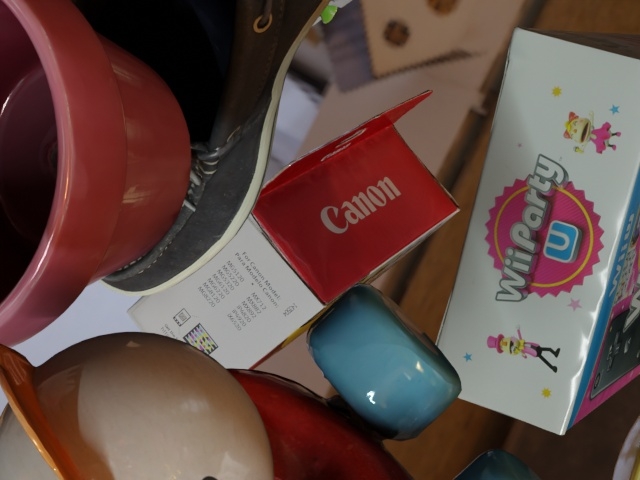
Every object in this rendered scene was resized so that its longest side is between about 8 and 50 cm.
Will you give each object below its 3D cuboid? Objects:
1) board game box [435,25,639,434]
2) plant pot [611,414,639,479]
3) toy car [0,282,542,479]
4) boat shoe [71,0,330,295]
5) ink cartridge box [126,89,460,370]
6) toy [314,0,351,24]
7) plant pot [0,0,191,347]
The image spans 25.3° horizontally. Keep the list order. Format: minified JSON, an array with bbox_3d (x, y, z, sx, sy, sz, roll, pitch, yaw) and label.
[{"bbox_3d":[0.192,-0.021,0.933,0.097,0.224,0.303,20,-164,25],"label":"board game box"},{"bbox_3d":[0.342,0.203,0.980,0.254,0.254,0.239,27,179,4],"label":"plant pot"},{"bbox_3d":[-0.049,0.119,0.573,0.238,0.219,0.210,38,-168,-52],"label":"toy car"},{"bbox_3d":[-0.109,-0.127,1.017,0.187,0.156,0.500,49,137,15],"label":"boat shoe"},{"bbox_3d":[0.000,0.000,1.454,0.130,0.272,0.309,52,-144,4],"label":"ink cartridge box"},{"bbox_3d":[-0.090,-0.269,1.343,0.237,0.056,0.137,19,166,-21],"label":"toy"},{"bbox_3d":[-0.164,-0.044,0.728,0.201,0.201,0.180,25,-168,20],"label":"plant pot"}]
